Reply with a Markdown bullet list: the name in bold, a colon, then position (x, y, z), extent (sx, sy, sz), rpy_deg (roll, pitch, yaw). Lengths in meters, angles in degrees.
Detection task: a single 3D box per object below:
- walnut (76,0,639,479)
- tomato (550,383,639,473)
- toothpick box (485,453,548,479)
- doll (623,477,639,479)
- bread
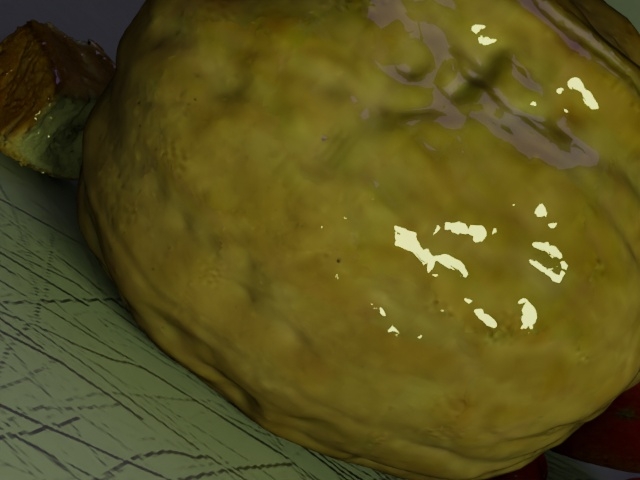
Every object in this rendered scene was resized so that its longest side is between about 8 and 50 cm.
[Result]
- **walnut**: position (0.049, -0.028, 0.784), extent (0.344, 0.306, 0.306), rpy_deg (34, 14, -8)
- **tomato**: position (0.217, 0.061, 0.993), extent (0.338, 0.338, 0.144), rpy_deg (36, 54, -15)
- **toothpick box**: position (0.120, 0.157, 0.893), extent (0.047, 0.047, 0.083), rpy_deg (39, 14, -5)
- **doll**: position (0.193, 0.186, 0.749), extent (0.130, 0.161, 0.290), rpy_deg (39, -6, -3)
- **bread**: position (-0.160, -0.078, 0.855), extent (0.083, 0.076, 0.070), rpy_deg (22, 34, -53)
